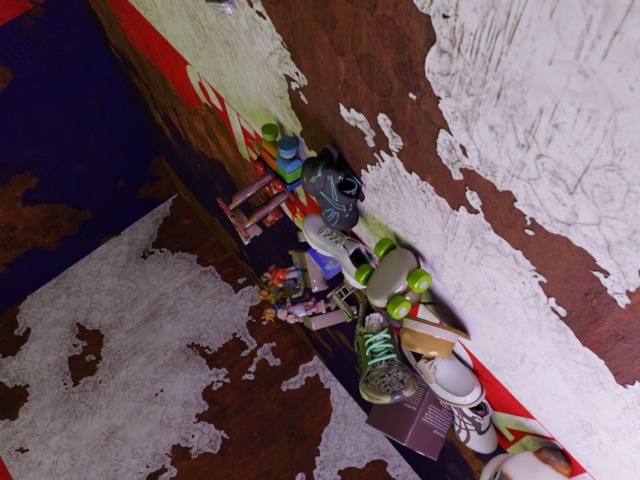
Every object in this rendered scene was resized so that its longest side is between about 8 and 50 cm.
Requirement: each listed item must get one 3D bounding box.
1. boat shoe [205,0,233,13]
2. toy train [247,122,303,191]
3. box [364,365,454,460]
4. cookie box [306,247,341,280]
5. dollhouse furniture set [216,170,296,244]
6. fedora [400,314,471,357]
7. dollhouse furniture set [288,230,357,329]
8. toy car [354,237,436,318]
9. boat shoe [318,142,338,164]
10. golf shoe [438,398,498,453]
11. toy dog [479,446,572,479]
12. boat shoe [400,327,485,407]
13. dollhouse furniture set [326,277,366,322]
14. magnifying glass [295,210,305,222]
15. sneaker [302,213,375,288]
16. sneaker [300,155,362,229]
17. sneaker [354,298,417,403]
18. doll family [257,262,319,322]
[{"bbox_3d":[-0.227,-0.530,1.401,0.100,0.035,0.035,29,150,44],"label":"boat shoe"},{"bbox_3d":[-0.137,-0.255,1.658,0.248,0.105,0.143,45,153,30],"label":"toy train"},{"bbox_3d":[0.271,0.490,1.788,0.167,0.203,0.168,13,161,50],"label":"box"},{"bbox_3d":[0.025,0.051,1.880,0.107,0.091,0.040,51,163,10],"label":"cookie box"},{"bbox_3d":[-0.215,-0.114,2.054,0.152,0.201,0.374,53,172,-1],"label":"dollhouse furniture set"},{"bbox_3d":[0.253,0.230,1.456,0.194,0.079,0.194,17,173,2],"label":"fedora"},{"bbox_3d":[-0.003,0.117,2.207,0.303,0.173,0.356,-175,73,-70],"label":"dollhouse furniture set"},{"bbox_3d":[0.203,0.105,1.458,0.188,0.149,0.155,25,-165,-48],"label":"toy car"},{"bbox_3d":[0.016,-0.177,1.463,0.049,0.040,0.142,47,165,21],"label":"boat shoe"},{"bbox_3d":[0.413,0.480,1.669,0.273,0.105,0.120,56,158,-15],"label":"golf shoe"},{"bbox_3d":[0.516,0.679,1.465,0.408,0.284,0.395,60,164,-21],"label":"toy dog"},{"bbox_3d":[0.301,0.326,1.620,0.103,0.113,0.302,55,168,-32],"label":"boat shoe"},{"bbox_3d":[0.119,0.205,1.926,0.182,0.101,0.161,51,166,8],"label":"dollhouse furniture set"},{"bbox_3d":[0.000,0.000,1.972,0.231,0.026,0.092,52,166,6],"label":"magnifying glass"},{"bbox_3d":[0.060,0.010,1.701,0.262,0.099,0.121,43,157,7],"label":"sneaker"},{"bbox_3d":[0.047,-0.096,1.440,0.106,0.101,0.267,6,158,27],"label":"sneaker"},{"bbox_3d":[0.156,0.301,1.747,0.410,0.158,0.182,-109,3,-67],"label":"sneaker"},{"bbox_3d":[-0.122,0.201,2.078,0.118,0.163,0.263,95,154,-43],"label":"doll family"}]
